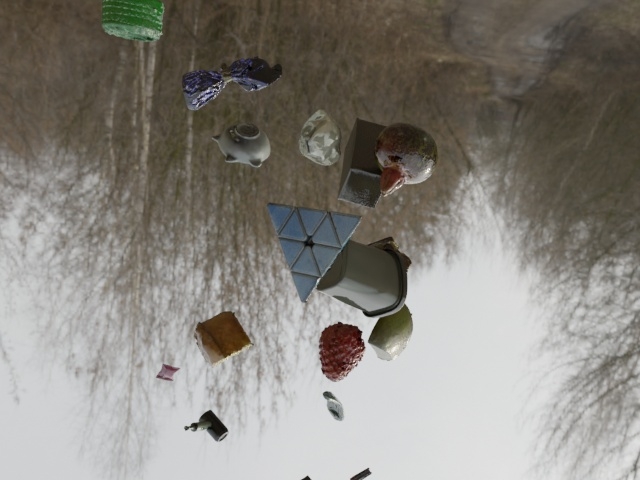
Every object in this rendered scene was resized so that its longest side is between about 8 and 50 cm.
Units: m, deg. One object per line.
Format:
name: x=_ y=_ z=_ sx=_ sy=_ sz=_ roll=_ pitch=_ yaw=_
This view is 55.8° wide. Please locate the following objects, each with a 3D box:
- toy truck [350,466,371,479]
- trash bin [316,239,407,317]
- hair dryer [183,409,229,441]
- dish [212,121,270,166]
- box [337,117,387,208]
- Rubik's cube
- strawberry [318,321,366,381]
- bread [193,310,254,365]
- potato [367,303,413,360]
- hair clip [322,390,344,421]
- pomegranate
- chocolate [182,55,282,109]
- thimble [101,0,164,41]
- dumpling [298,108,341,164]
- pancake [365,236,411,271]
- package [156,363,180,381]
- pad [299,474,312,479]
toy truck: x=0.123 y=0.753 z=1.924 sx=0.083 sy=0.024 sz=0.032 roll=-30 pitch=167 yaw=3
trash bin: x=0.128 y=0.118 z=2.020 sx=0.250 sy=0.219 sz=0.220 roll=22 pitch=149 yaw=-32
hair dryer: x=-0.373 y=0.594 z=1.915 sx=0.100 sy=0.057 sz=0.197 roll=40 pitch=-175 yaw=24
dish: x=-0.293 y=-0.386 z=2.304 sx=0.236 sy=0.086 sz=0.228 roll=37 pitch=-133 yaw=18
box: x=0.161 y=-0.274 z=2.123 sx=0.143 sy=0.184 sz=0.273 roll=15 pitch=-130 yaw=-7
Rubik's cube: x=-0.001 y=0.002 z=1.762 sx=0.228 sy=0.233 sz=0.229 roll=-20 pitch=-142 yaw=-7
strawberry: x=0.083 y=0.414 z=2.301 sx=0.190 sy=0.111 sz=0.236 roll=21 pitch=-125 yaw=-1
bread: x=-0.376 y=0.368 z=2.306 sx=0.194 sy=0.179 sz=0.340 roll=-26 pitch=172 yaw=-13
potato: x=0.270 y=0.383 z=2.366 sx=0.112 sy=0.269 sz=0.255 roll=18 pitch=-169 yaw=21
hair clip: x=0.036 y=0.462 z=1.710 sx=0.036 sy=0.229 sz=0.066 roll=-42 pitch=-118 yaw=-15
pomegranate: x=0.250 y=-0.245 z=1.896 sx=0.214 sy=0.248 sz=0.214 roll=29 pitch=163 yaw=10
chocolate: x=-0.298 y=-0.552 z=2.043 sx=0.343 sy=0.126 sz=0.148 roll=-17 pitch=-122 yaw=-1
thimble: x=-0.407 y=-0.488 z=1.315 sx=0.130 sy=0.090 sz=0.118 roll=5 pitch=-175 yaw=-14
dumpling: x=-0.002 y=-0.334 z=2.008 sx=0.150 sy=0.176 sz=0.092 roll=-18 pitch=-129 yaw=3
pancake: x=0.220 y=0.080 z=2.276 sx=0.257 sy=0.212 sz=0.056 roll=14 pitch=160 yaw=-15
package: x=-0.483 y=0.418 z=1.916 sx=0.059 sy=0.083 sz=0.029 roll=20 pitch=-142 yaw=-18
pad: x=-0.131 y=0.805 z=1.658 sx=0.367 sy=0.007 sz=0.247 roll=-22 pitch=-154 yaw=-23
